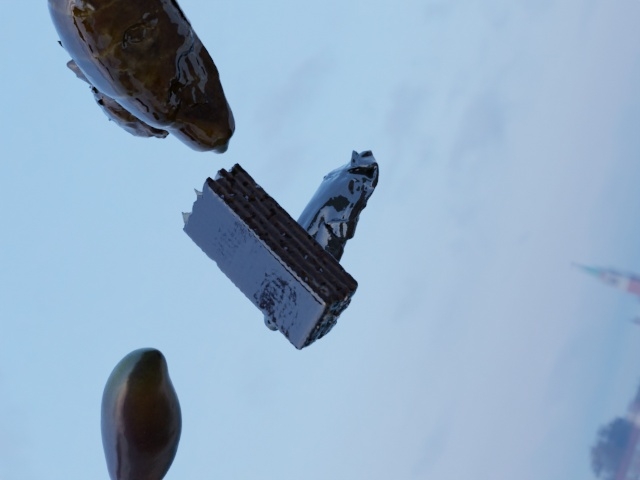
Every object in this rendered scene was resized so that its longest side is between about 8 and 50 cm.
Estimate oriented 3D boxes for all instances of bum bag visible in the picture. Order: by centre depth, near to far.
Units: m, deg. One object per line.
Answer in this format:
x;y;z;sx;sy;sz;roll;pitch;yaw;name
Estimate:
0.000;0.000;2.034;0.326;0.079;0.142;-60;23;-3;bum bag

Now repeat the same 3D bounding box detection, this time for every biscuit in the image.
-0.070;0.018;1.624;0.070;0.252;0.106;-30;-23;-43;biscuit

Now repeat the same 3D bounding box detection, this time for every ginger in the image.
-0.293;-0.293;1.874;0.176;0.254;0.418;-55;-37;-18;ginger

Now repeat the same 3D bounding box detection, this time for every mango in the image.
-0.278;0.278;1.990;0.133;0.111;0.268;-11;-58;-28;mango
